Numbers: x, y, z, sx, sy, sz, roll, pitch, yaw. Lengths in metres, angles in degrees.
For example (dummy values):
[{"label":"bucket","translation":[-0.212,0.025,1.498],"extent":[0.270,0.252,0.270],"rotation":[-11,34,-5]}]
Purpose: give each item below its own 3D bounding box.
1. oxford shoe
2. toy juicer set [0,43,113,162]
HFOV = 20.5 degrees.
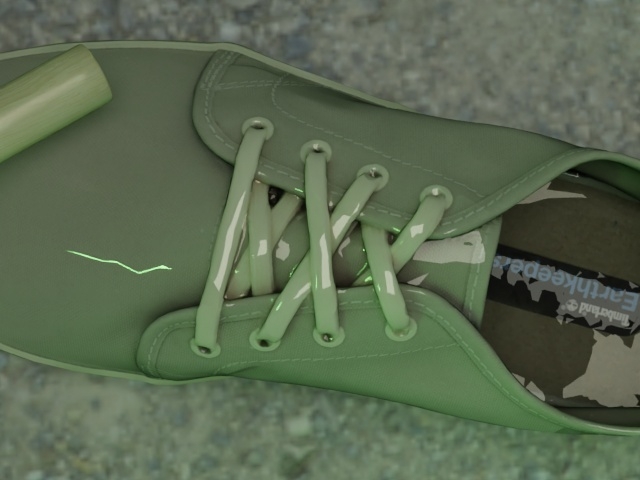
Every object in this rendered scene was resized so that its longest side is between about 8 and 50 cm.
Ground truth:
[{"label":"oxford shoe","translation":[0.000,0.000,0.818],"extent":[0.449,0.130,0.169],"rotation":[11,91,-4]},{"label":"toy juicer set","translation":[-0.187,-0.139,0.817],"extent":[0.209,0.089,0.329],"rotation":[-10,78,-10]}]
